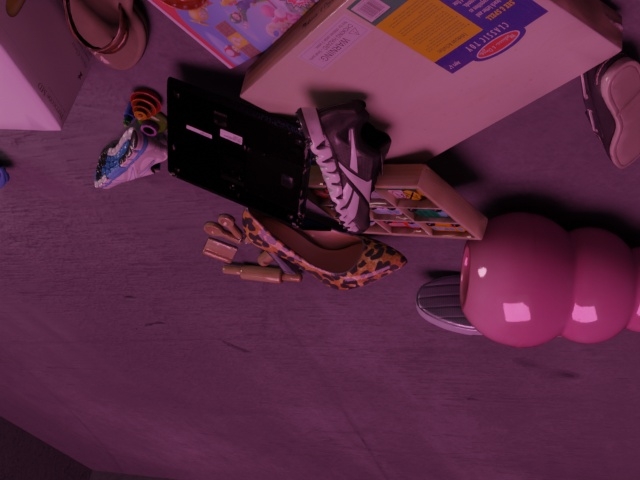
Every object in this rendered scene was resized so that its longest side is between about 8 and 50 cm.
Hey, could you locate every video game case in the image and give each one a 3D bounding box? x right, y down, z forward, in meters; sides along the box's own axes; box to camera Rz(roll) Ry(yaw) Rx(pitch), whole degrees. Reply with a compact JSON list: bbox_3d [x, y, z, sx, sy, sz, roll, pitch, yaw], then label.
[{"bbox_3d":[-0.087,-0.321,1.040,0.285,0.025,0.204,-16,138,43],"label":"video game case"}]

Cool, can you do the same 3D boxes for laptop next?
[{"bbox_3d":[-0.097,-0.120,1.309,0.234,0.136,0.264,22,133,16],"label":"laptop"}]

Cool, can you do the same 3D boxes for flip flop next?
[{"bbox_3d":[-0.277,-0.285,1.099,0.112,0.080,0.277,24,163,-7],"label":"flip flop"}]

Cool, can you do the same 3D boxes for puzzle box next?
[{"bbox_3d":[0.117,-0.219,1.062,0.272,0.052,0.409,25,150,-26],"label":"puzzle box"}]

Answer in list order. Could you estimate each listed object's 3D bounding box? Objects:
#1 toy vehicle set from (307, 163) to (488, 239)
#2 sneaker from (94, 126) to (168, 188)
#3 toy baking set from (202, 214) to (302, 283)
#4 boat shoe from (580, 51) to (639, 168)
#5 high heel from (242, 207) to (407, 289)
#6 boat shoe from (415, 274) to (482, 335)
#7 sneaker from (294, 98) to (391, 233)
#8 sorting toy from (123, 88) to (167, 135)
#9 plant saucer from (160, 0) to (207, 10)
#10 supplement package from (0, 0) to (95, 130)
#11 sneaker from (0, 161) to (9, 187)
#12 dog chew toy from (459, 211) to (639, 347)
[{"bbox_3d":[0.098,-0.058,1.309,0.267,0.035,0.166,4,157,48],"label":"toy vehicle set"},{"bbox_3d":[-0.310,-0.123,1.437,0.083,0.071,0.191,14,161,-33],"label":"sneaker"},{"bbox_3d":[-0.108,0.024,1.626,0.256,0.030,0.196,8,149,11],"label":"toy baking set"},{"bbox_3d":[0.365,-0.166,1.083,0.065,0.075,0.206,48,179,37],"label":"boat shoe"},{"bbox_3d":[0.000,0.000,1.447,0.261,0.093,0.186,0,147,30],"label":"high heel"},{"bbox_3d":[0.319,0.133,1.544,0.302,0.109,0.094,6,151,10],"label":"boat shoe"},{"bbox_3d":[0.050,-0.096,1.156,0.106,0.078,0.234,-20,137,4],"label":"sneaker"},{"bbox_3d":[-0.270,-0.187,1.331,0.061,0.042,0.102,11,150,8],"label":"sorting toy"},{"bbox_3d":[-0.172,-0.312,1.052,0.083,0.013,0.083,11,151,6],"label":"plant saucer"},{"bbox_3d":[-0.461,-0.283,1.152,0.204,0.145,0.262,4,149,19],"label":"supplement package"},{"bbox_3d":[-0.650,-0.141,1.574,0.188,0.067,0.078,9,129,14],"label":"sneaker"},{"bbox_3d":[0.384,0.065,1.320,0.332,0.206,0.206,4,149,2],"label":"dog chew toy"}]
